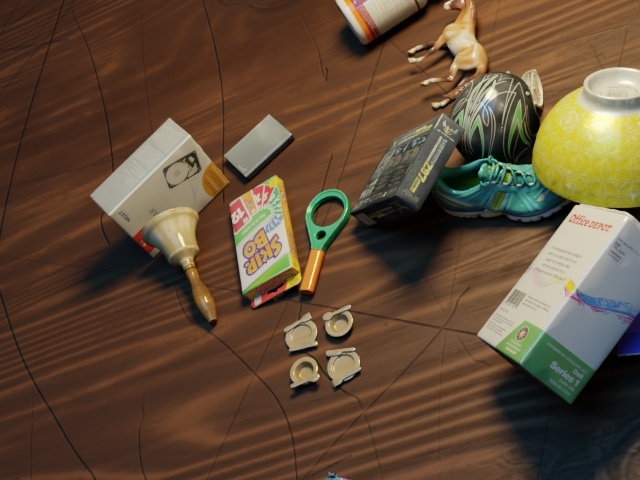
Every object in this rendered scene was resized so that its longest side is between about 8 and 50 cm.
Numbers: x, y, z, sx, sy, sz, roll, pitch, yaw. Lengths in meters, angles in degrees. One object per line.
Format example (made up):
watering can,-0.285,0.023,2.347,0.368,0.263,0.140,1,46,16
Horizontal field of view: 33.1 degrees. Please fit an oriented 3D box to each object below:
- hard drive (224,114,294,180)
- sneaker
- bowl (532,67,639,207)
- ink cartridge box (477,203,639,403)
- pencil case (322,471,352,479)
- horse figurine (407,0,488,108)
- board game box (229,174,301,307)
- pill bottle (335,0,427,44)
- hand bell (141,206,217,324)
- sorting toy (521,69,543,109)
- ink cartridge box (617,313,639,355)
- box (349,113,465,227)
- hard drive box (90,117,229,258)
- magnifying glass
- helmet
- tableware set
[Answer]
hard drive,-0.132,-0.199,2.306,0.135,0.022,0.094,-43,50,-4
sneaker,0.328,-0.098,1.938,0.275,0.110,0.107,-5,57,25
bowl,0.499,-0.197,1.812,0.289,0.156,0.289,-6,34,4
ink cartridge box,0.397,0.091,1.687,0.278,0.117,0.201,-53,12,-1
pencil case,0.024,0.461,1.756,0.070,0.064,0.152,-19,50,41
horse figurine,0.272,-0.374,2.183,0.174,0.066,0.263,-30,48,15
board game box,-0.112,0.001,2.144,0.124,0.039,0.260,-30,52,22
pill bottle,0.152,-0.527,2.310,0.221,0.121,0.121,-33,50,5
hand bell,-0.258,0.064,2.164,0.126,0.126,0.242,-32,62,5
sorting toy,0.387,-0.275,2.073,0.075,0.045,0.083,-13,54,29
ink cartridge box,0.567,0.088,1.689,0.206,0.045,0.208,-8,37,23
box,0.157,-0.125,1.996,0.183,0.059,0.232,-60,14,-17
hard drive box,-0.332,-0.107,2.249,0.232,0.181,0.089,-46,51,-5
magnifying glass,0.000,0.000,2.103,0.092,0.026,0.231,0,60,28
helmet,0.318,-0.223,1.990,0.169,0.161,0.169,-13,52,17
tableware set,0.002,0.198,1.973,0.141,0.020,0.169,-19,52,15
